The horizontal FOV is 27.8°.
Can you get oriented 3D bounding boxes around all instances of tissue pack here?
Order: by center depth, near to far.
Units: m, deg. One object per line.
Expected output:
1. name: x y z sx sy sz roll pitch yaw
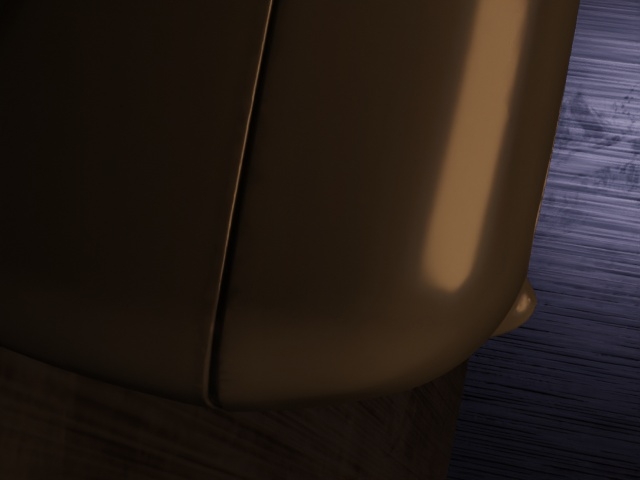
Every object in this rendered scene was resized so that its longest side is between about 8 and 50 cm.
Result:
1. tissue pack: -0.007 -0.098 0.511 0.229 0.236 0.333 78 22 -83
